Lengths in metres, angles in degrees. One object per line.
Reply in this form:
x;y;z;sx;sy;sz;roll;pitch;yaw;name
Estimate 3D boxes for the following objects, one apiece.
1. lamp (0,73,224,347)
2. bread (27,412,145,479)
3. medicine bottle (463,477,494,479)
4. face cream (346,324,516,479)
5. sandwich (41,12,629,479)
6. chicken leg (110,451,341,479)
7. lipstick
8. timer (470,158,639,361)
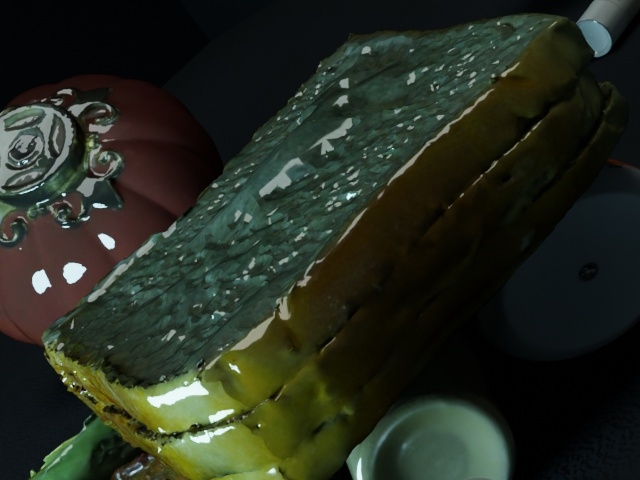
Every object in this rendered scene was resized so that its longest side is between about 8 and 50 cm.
-0.243;-0.030;1.463;0.303;0.257;0.303;-10;59;18;lamp
-0.170;0.157;1.019;0.301;0.045;0.301;-39;1;0;bread
0.063;0.148;0.611;0.052;0.052;0.089;-28;17;32;medicine bottle
0.037;0.063;0.846;0.137;0.084;0.341;-42;17;6;face cream
0.000;0.000;0.769;0.301;0.099;0.271;-45;17;-18;sandwich
-0.121;0.215;0.802;0.322;0.083;0.177;-31;28;14;chicken leg
0.276;-0.220;1.291;0.040;0.040;0.141;-21;22;47;lipstick
0.137;0.008;0.801;0.136;0.099;0.136;-27;6;3;timer
